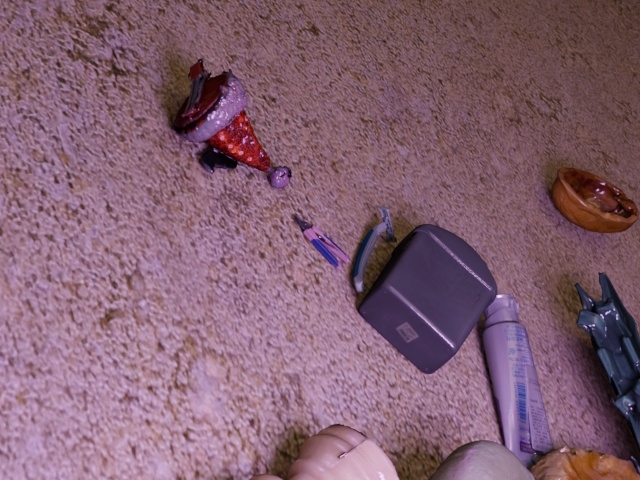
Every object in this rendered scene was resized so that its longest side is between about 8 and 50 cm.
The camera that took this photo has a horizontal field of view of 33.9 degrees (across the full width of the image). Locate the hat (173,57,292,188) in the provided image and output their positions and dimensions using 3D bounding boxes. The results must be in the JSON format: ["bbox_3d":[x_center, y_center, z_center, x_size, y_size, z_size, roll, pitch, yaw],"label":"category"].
[{"bbox_3d":[-0.130,-0.166,1.659,0.227,0.129,0.140,45,8,-27],"label":"hat"}]

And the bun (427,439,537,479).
[{"bbox_3d":[0.193,0.404,1.304,0.283,0.179,0.283,40,36,-38],"label":"bun"}]

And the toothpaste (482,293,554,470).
[{"bbox_3d":[0.313,0.231,1.684,0.114,0.073,0.299,19,50,-36],"label":"toothpaste"}]

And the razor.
[{"bbox_3d":[0.079,0.022,1.699,0.191,0.037,0.068,-61,141,-50],"label":"razor"}]

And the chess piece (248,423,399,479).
[{"bbox_3d":[-0.045,0.330,1.206,0.307,0.124,0.139,-20,99,-47],"label":"chess piece"}]

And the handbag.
[{"bbox_3d":[0.522,0.239,1.772,0.238,0.089,0.327,50,22,-49],"label":"handbag"}]

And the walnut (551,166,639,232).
[{"bbox_3d":[0.561,-0.074,2.212,0.211,0.087,0.167,16,37,-25],"label":"walnut"}]

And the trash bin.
[{"bbox_3d":[0.176,0.084,1.676,0.176,0.101,0.236,44,38,-1],"label":"trash bin"}]

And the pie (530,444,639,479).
[{"bbox_3d":[0.434,0.450,1.545,0.339,0.083,0.339,25,41,-24],"label":"pie"}]

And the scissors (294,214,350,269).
[{"bbox_3d":[0.000,0.000,1.663,0.113,0.012,0.039,45,35,4],"label":"scissors"}]
